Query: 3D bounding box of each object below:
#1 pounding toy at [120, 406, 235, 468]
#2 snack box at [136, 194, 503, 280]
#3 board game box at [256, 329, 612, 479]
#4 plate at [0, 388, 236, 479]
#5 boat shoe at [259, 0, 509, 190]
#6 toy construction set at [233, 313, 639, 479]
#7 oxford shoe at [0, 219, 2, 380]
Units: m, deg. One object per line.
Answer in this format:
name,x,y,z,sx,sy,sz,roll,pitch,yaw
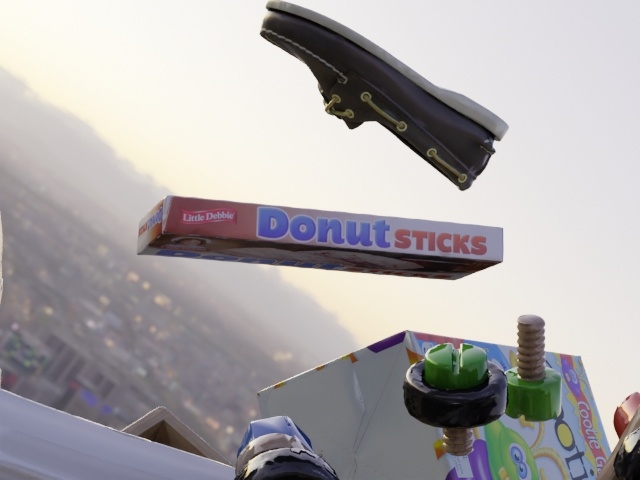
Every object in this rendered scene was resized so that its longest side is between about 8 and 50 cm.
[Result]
pounding toy,-0.135,0.202,1.000,0.130,0.100,0.141,38,37,17
snack box,0.000,0.000,0.743,0.178,0.022,0.064,5,-11,-18
board game box,0.102,0.166,1.110,0.275,0.142,0.144,12,57,-55
plate,-0.174,0.207,0.689,0.278,0.277,0.045,23,-16,-19
boat shoe,0.044,-0.117,1.172,0.227,0.069,0.081,28,2,-15
toy construction set,0.104,0.215,0.717,0.257,0.237,0.309,-13,22,-29
oxford shoe,-0.315,0.079,1.163,0.140,0.397,0.146,12,36,-15
